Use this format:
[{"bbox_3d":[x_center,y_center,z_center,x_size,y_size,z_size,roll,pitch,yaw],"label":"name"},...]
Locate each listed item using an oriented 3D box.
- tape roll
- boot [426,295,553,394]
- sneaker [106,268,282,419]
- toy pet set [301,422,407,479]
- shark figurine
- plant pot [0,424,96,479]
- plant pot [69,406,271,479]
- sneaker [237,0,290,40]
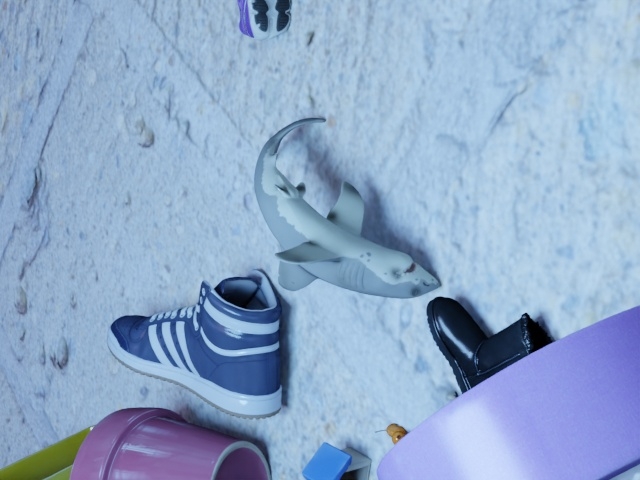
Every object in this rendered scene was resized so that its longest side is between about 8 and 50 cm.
[{"bbox_3d":[0.182,0.150,0.750,0.275,0.275,0.090,-47,61,38],"label":"tape roll"},{"bbox_3d":[0.159,0.093,0.939,0.099,0.045,0.121,-33,76,46],"label":"boot"},{"bbox_3d":[-0.151,0.097,1.231,0.282,0.099,0.153,18,111,38],"label":"sneaker"},{"bbox_3d":[0.042,0.250,1.062,0.114,0.065,0.122,19,106,45],"label":"toy pet set"},{"bbox_3d":[-0.026,-0.013,1.053,0.278,0.166,0.116,52,137,33],"label":"shark figurine"},{"bbox_3d":[-0.305,0.366,1.359,0.212,0.212,0.187,-16,95,46],"label":"plant pot"},{"bbox_3d":[-0.166,0.300,1.212,0.180,0.201,0.201,-5,89,32],"label":"plant pot"},{"bbox_3d":[-0.078,-0.312,1.149,0.071,0.068,0.170,10,101,52],"label":"sneaker"}]
